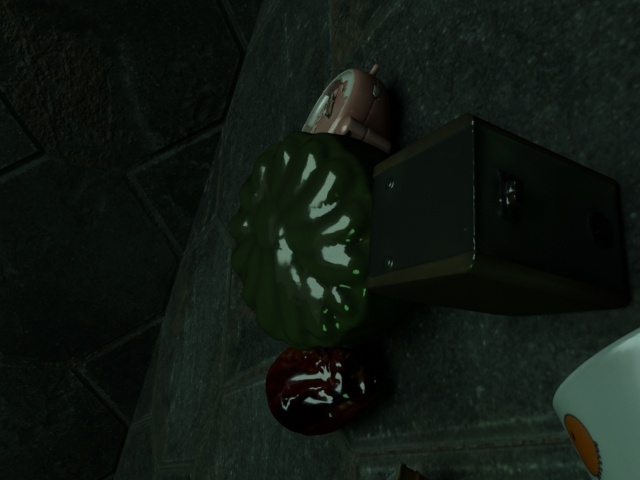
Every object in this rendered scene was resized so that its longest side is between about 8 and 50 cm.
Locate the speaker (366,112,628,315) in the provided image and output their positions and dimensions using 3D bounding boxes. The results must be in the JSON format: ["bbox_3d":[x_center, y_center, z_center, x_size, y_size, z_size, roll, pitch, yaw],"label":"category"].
[{"bbox_3d":[0.189,-0.008,0.533,0.193,0.231,0.153,-22,59,57],"label":"speaker"}]

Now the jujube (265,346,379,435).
[{"bbox_3d":[0.002,0.254,0.853,0.236,0.168,0.168,-31,51,50],"label":"jujube"}]

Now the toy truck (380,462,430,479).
[{"bbox_3d":[0.065,0.441,0.648,0.305,0.136,0.162,-57,2,32],"label":"toy truck"}]

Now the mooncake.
[{"bbox_3d":[0.000,0.000,0.813,0.357,0.194,0.356,4,95,42],"label":"mooncake"}]

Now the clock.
[{"bbox_3d":[0.059,-0.235,1.002,0.227,0.142,0.241,-34,40,49],"label":"clock"}]

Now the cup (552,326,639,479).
[{"bbox_3d":[0.301,0.201,0.252,0.212,0.212,0.317,-53,36,38],"label":"cup"}]
